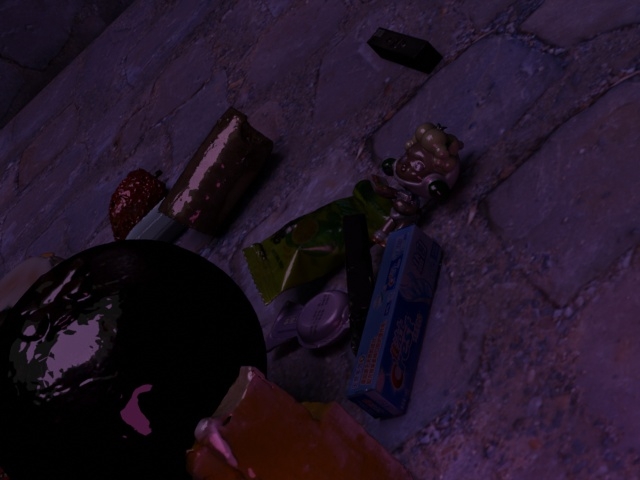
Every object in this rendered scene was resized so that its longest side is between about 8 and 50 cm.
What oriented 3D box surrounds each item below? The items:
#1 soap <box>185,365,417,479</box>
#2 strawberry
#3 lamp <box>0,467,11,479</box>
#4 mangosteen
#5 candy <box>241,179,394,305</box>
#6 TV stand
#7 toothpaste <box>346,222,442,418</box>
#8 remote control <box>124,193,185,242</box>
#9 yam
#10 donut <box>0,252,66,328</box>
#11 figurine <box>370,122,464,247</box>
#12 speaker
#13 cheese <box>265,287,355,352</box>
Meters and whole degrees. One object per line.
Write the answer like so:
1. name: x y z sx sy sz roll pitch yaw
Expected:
1. soap: -0.109 0.272 1.362 0.339 0.304 0.169 -13 41 47
2. strawberry: -0.400 -0.078 2.427 0.192 0.085 0.140 -53 31 -5
3. lamp: -0.395 0.391 1.708 0.227 0.227 0.227 -34 32 25
4. mangosteen: -0.237 0.210 1.543 0.382 0.435 0.382 -19 40 17
5. candy: 0.000 0.000 1.779 0.246 0.069 0.149 -27 35 -5
6. TV stand: 0.056 0.061 1.617 0.036 0.042 0.249 -10 47 8
7. toothpaste: 0.101 0.103 1.520 0.053 0.066 0.272 -20 40 40
8. remote control: -0.295 -0.048 2.274 0.247 0.052 0.104 -43 30 10
9. yam: -0.192 -0.121 2.144 0.129 0.128 0.238 30 85 27
10. donut: -0.597 0.205 2.291 0.382 0.142 0.382 -35 32 26
11. figurine: 0.134 -0.080 1.671 0.197 0.093 0.147 -53 39 -4
12. speaker: 0.145 -0.335 2.017 0.040 0.046 0.191 -49 29 -2
13. cheese: -0.009 0.116 1.683 0.191 0.042 0.105 -10 46 48
